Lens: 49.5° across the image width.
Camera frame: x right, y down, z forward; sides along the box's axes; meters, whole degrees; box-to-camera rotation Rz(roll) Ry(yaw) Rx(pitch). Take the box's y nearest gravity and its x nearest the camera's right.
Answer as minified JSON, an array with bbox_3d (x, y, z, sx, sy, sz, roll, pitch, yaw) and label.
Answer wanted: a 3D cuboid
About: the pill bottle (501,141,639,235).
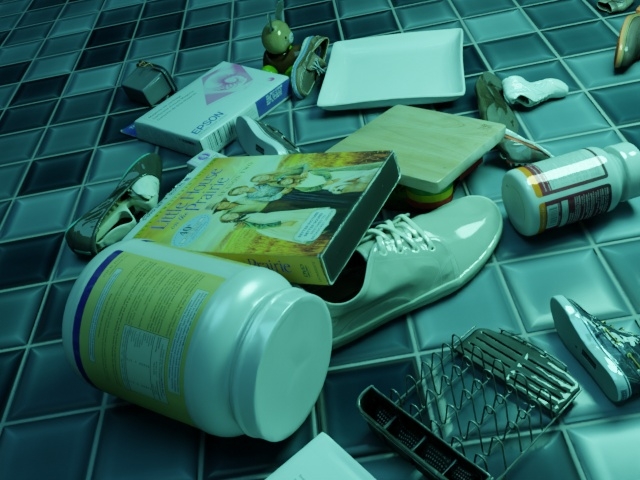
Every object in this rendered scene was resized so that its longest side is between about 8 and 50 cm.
[{"bbox_3d":[0.440,-0.093,1.208,0.221,0.121,0.121,-16,39,-6],"label":"pill bottle"}]

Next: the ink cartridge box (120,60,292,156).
[{"bbox_3d":[-0.296,-0.345,1.752,0.330,0.071,0.324,21,50,32],"label":"ink cartridge box"}]

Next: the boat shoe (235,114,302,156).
[{"bbox_3d":[-0.114,-0.223,1.555,0.076,0.080,0.228,-14,33,-29],"label":"boat shoe"}]

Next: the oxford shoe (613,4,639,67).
[{"bbox_3d":[0.754,-0.474,1.601,0.098,0.097,0.271,23,51,28],"label":"oxford shoe"}]

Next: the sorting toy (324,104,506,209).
[{"bbox_3d":[0.187,-0.159,1.359,0.257,0.089,0.255,20,43,36],"label":"sorting toy"}]

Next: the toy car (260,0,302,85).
[{"bbox_3d":[-0.094,-0.522,1.810,0.149,0.188,0.155,5,43,21],"label":"toy car"}]

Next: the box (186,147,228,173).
[{"bbox_3d":[-0.150,-0.108,1.431,0.324,0.063,0.067,26,53,38],"label":"box"}]

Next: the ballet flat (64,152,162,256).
[{"bbox_3d":[-0.399,-0.066,1.437,0.096,0.095,0.280,25,62,25],"label":"ballet flat"}]

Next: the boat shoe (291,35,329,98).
[{"bbox_3d":[-0.023,-0.444,1.749,0.066,0.066,0.183,-3,66,36],"label":"boat shoe"}]

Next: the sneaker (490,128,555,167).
[{"bbox_3d":[0.400,-0.166,1.369,0.158,0.065,0.061,34,13,25],"label":"sneaker"}]

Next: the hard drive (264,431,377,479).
[{"bbox_3d":[-0.046,0.390,0.826,0.307,0.040,0.203,-35,44,-24],"label":"hard drive"}]

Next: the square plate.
[{"bbox_3d":[0.183,-0.420,1.725,0.344,0.049,0.347,-3,40,13],"label":"square plate"}]

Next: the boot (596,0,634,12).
[{"bbox_3d":[0.769,-0.640,1.834,0.087,0.042,0.118,-24,40,-10],"label":"boot"}]

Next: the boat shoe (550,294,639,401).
[{"bbox_3d":[0.406,0.142,0.987,0.083,0.065,0.183,-17,46,-8],"label":"boat shoe"}]

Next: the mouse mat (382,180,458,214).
[{"bbox_3d":[0.173,-0.107,1.388,0.189,0.007,0.153,9,44,26],"label":"mouse mat"}]

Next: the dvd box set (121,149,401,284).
[{"bbox_3d":[-0.106,-0.051,1.205,0.420,0.062,0.307,2,38,31],"label":"dvd box set"}]

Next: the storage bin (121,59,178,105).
[{"bbox_3d":[-0.473,-0.426,1.884,0.135,0.098,0.091,22,61,35],"label":"storage bin"}]

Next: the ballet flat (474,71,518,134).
[{"bbox_3d":[0.372,-0.279,1.507,0.084,0.058,0.250,20,42,-18],"label":"ballet flat"}]

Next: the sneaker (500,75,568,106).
[{"bbox_3d":[0.472,-0.320,1.522,0.152,0.054,0.061,0,63,-8],"label":"sneaker"}]

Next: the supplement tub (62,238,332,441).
[{"bbox_3d":[-0.175,0.140,1.004,0.331,0.241,0.241,12,46,28],"label":"supplement tub"}]

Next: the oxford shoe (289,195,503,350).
[{"bbox_3d":[0.127,0.028,1.146,0.449,0.130,0.169,-28,38,-20],"label":"oxford shoe"}]

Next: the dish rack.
[{"bbox_3d":[0.210,0.214,0.942,0.271,0.074,0.208,-35,45,-25],"label":"dish rack"}]
